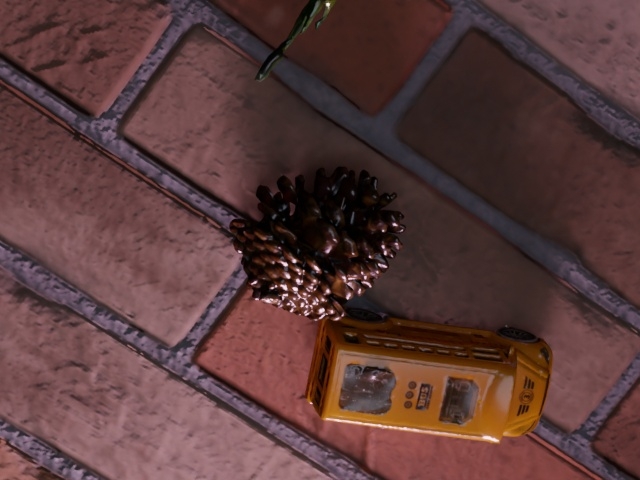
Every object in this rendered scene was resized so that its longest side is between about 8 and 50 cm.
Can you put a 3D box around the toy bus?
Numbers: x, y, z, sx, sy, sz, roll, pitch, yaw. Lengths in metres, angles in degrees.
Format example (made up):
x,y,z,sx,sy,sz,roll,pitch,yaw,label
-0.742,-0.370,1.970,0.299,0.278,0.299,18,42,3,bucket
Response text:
x,y,z,sx,sy,sz,roll,pitch,yaw,label
0.077,0.093,1.218,0.162,0.074,0.070,8,104,-11,toy bus

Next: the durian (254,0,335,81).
x,y,z,sx,sy,sz,roll,pitch,yaw,label
0.005,-0.280,1.075,0.132,0.106,0.375,2,105,-13,durian

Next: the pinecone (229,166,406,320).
x,y,z,sx,sy,sz,roll,pitch,yaw,label
0.002,0.004,1.171,0.109,0.102,0.102,-16,109,-16,pinecone
